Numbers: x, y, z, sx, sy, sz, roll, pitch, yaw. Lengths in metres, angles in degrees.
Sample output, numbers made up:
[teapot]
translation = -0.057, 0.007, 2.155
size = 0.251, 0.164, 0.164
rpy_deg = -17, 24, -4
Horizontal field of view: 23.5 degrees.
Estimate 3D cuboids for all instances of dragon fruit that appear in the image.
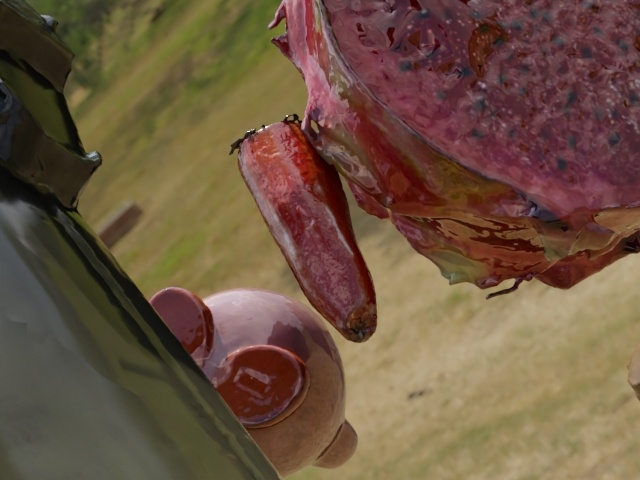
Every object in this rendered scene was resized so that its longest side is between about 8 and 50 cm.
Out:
[dragon fruit]
translation = 0.141, -0.124, 1.137
size = 0.249, 0.371, 0.386
rpy_deg = 114, 165, -57

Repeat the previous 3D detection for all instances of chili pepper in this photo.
[chili pepper]
translation = 0.000, 0.003, 1.018
size = 0.065, 0.088, 0.169
rpy_deg = -37, 48, 17

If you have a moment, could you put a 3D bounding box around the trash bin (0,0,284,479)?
[trash bin]
translation = -0.111, 0.086, 0.393
size = 0.252, 0.301, 0.203
rpy_deg = -45, -34, 3

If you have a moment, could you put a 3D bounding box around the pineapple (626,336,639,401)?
[pineapple]
translation = 0.330, 0.094, 0.724
size = 0.165, 0.365, 0.165
rpy_deg = -63, -2, -3

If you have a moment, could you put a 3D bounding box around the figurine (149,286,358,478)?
[figurine]
translation = -0.057, 0.123, 1.280
size = 0.173, 0.173, 0.173
rpy_deg = -41, 9, 8
